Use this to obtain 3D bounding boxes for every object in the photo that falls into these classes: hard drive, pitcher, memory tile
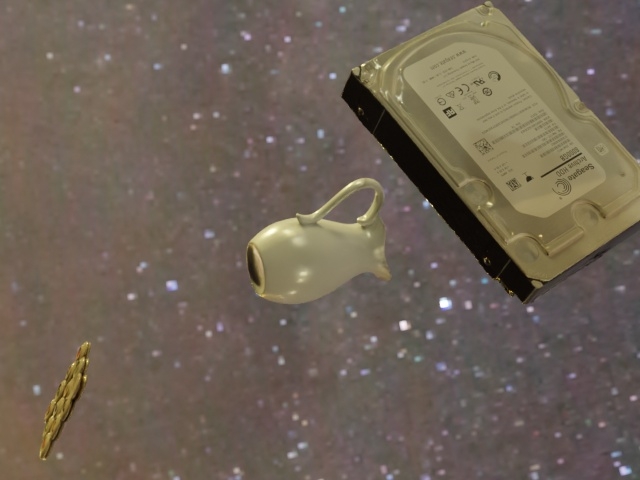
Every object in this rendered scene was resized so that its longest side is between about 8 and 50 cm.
[{"bbox_3d":[0.217,-0.111,1.509,0.339,0.237,0.064,53,-29,15],"label":"hard drive"},{"bbox_3d":[0.000,0.000,1.893,0.125,0.207,0.178,-132,-144,-55],"label":"pitcher"},{"bbox_3d":[-0.345,0.215,1.728,0.148,0.012,0.113,-58,-160,26],"label":"memory tile"}]
